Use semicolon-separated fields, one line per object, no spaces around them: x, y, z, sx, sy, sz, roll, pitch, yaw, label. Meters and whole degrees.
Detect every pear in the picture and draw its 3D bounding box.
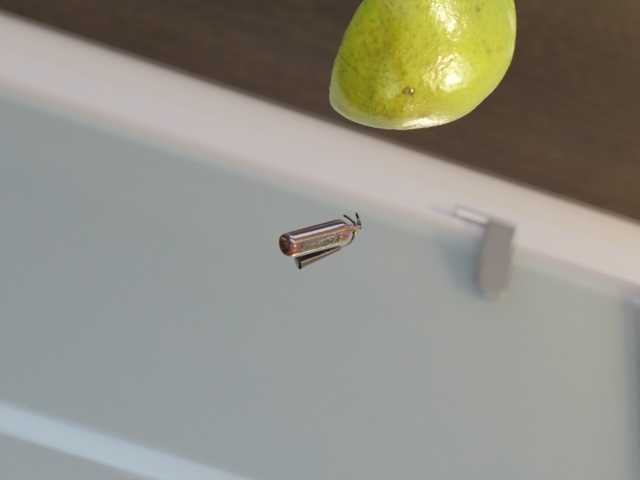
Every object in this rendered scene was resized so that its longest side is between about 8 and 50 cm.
0.153;-0.268;2.034;0.288;0.139;0.239;-36;148;-19;pear

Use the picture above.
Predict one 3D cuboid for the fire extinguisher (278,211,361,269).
0.004;0.004;1.619;0.032;0.100;0.046;23;-60;50;fire extinguisher
